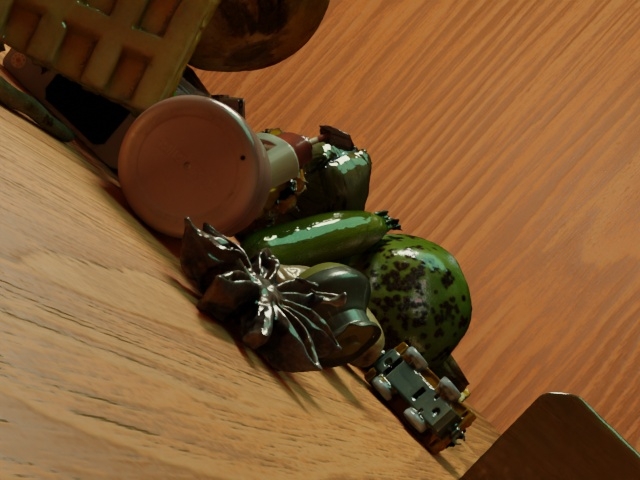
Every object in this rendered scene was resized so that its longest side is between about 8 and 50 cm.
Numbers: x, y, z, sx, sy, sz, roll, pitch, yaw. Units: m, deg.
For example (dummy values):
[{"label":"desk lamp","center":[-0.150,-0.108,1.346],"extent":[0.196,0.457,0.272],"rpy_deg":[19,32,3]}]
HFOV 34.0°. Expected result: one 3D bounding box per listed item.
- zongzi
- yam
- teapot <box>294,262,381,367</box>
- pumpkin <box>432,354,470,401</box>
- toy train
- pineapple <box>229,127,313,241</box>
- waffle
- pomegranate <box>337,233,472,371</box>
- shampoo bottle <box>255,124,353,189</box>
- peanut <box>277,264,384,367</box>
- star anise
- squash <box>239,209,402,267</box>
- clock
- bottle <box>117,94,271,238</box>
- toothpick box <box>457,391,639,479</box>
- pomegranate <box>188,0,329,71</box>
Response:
[{"label":"zongzi","center":[-0.074,-0.097,1.895],"extent":[0.360,0.160,0.323],"rpy_deg":[36,-45,27]},{"label":"yam","center":[-0.344,-0.157,1.182],"extent":[0.234,0.029,0.027],"rpy_deg":[42,29,-68]},{"label":"teapot","center":[0.015,0.111,1.430],"extent":[0.166,0.130,0.119],"rpy_deg":[98,-31,-54]},{"label":"pumpkin","center":[0.221,0.270,2.019],"extent":[0.119,0.107,0.183],"rpy_deg":[52,-2,24]},{"label":"toy train","center":[0.155,0.245,1.600],"extent":[0.219,0.089,0.127],"rpy_deg":[44,-8,39]},{"label":"pineapple","center":[-0.110,-0.088,1.724],"extent":[0.225,0.225,0.076],"rpy_deg":[45,-4,41]},{"label":"waffle","center":[-0.297,-0.350,1.336],"extent":[0.348,0.304,0.077],"rpy_deg":[25,-13,-8]},{"label":"pomegranate","center":[0.124,0.105,1.793],"extent":[0.270,0.254,0.254],"rpy_deg":[27,8,-20]},{"label":"shampoo bottle","center":[-0.095,-0.118,1.620],"extent":[0.153,0.284,0.071],"rpy_deg":[44,-26,54]},{"label":"peanut","center":[0.006,0.106,1.583],"extent":[0.228,0.085,0.104],"rpy_deg":[41,13,-18]},{"label":"star anise","center":[-0.062,0.066,1.145],"extent":[0.230,0.081,0.262],"rpy_deg":[44,13,27]},{"label":"squash","center":[-0.001,-0.002,1.689],"extent":[0.331,0.087,0.087],"rpy_deg":[-15,46,-37]},{"label":"clock","center":[-0.283,-0.212,1.544],"extent":[0.235,0.166,0.309],"rpy_deg":[43,10,7]},{"label":"bottle","center":[-0.144,-0.101,1.360],"extent":[0.173,0.207,0.297],"rpy_deg":[7,-1,4]},{"label":"toothpick box","center":[0.142,0.228,0.557],"extent":[0.190,0.187,0.308],"rpy_deg":[43,-1,24]},{"label":"pomegranate","center":[-0.136,-0.400,1.571],"extent":[0.322,0.322,0.322],"rpy_deg":[43,2,-2]}]
